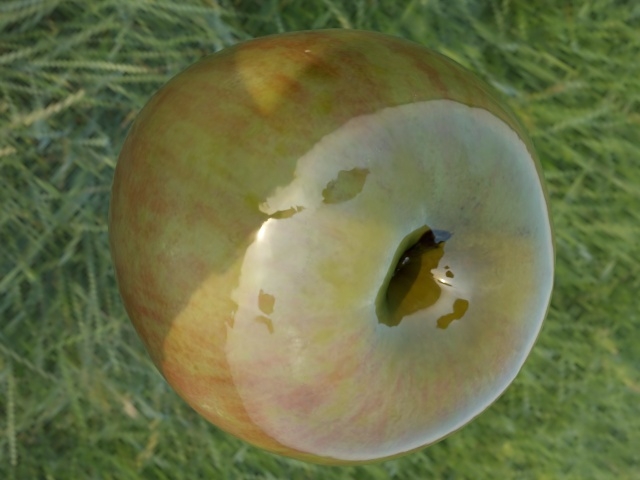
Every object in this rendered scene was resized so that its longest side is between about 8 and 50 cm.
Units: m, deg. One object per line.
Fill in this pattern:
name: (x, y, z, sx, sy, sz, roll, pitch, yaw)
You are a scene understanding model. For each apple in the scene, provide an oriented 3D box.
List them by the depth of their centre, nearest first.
apple: (0.000, 0.000, 0.829, 0.257, 0.234, 0.257, -8, 103, -35)
